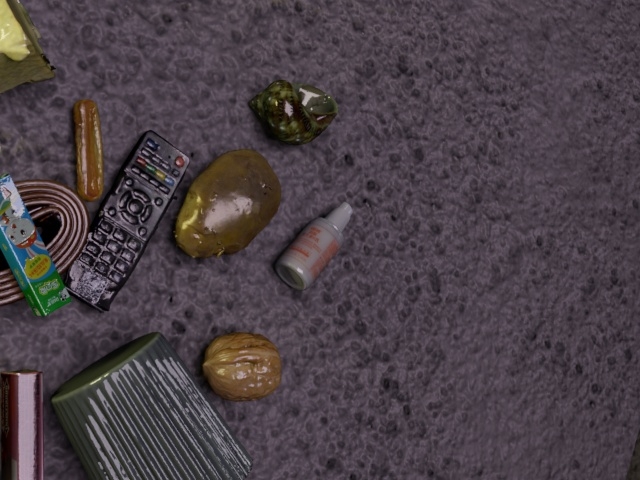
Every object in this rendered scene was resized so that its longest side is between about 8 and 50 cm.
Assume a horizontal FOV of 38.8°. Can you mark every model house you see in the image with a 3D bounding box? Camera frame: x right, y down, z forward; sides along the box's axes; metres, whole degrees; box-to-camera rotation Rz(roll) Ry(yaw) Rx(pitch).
[{"bbox_3d":[-0.690,-0.399,1.709,0.266,0.261,0.321,-29,83,-8],"label":"model house"}]

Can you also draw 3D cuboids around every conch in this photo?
[{"bbox_3d":[-0.067,-0.310,2.159,0.181,0.124,0.187,38,36,-13],"label":"conch"}]

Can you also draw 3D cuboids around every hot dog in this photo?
[{"bbox_3d":[-0.487,-0.187,1.900,0.066,0.047,0.216,-2,85,-50],"label":"hot dog"}]

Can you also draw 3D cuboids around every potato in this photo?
[{"bbox_3d":[-0.205,-0.077,2.023,0.191,0.141,0.296,49,63,-16],"label":"potato"}]

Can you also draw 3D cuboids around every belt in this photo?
[{"bbox_3d":[-0.613,0.009,1.747,0.338,0.122,0.217,-34,104,-32],"label":"belt"}]

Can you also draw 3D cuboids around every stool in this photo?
[{"bbox_3d":[-0.342,0.383,1.793,0.297,0.297,0.330,-35,99,-32],"label":"stool"}]

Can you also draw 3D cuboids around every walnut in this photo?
[{"bbox_3d":[-0.175,0.276,1.992,0.184,0.155,0.155,2,83,-31],"label":"walnut"}]

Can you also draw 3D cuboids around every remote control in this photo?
[{"bbox_3d":[-0.410,-0.040,1.925,0.144,0.062,0.399,37,64,-26],"label":"remote control"}]

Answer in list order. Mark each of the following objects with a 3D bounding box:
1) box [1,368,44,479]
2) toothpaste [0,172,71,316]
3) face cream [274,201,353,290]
[{"bbox_3d":[-0.570,0.361,1.735,0.069,0.120,0.224,2,85,-30],"label":"box"},{"bbox_3d":[-0.554,0.010,1.689,0.065,0.050,0.267,-33,106,-37],"label":"toothpaste"},{"bbox_3d":[0.000,0.000,2.173,0.101,0.101,0.252,50,61,-19],"label":"face cream"}]
